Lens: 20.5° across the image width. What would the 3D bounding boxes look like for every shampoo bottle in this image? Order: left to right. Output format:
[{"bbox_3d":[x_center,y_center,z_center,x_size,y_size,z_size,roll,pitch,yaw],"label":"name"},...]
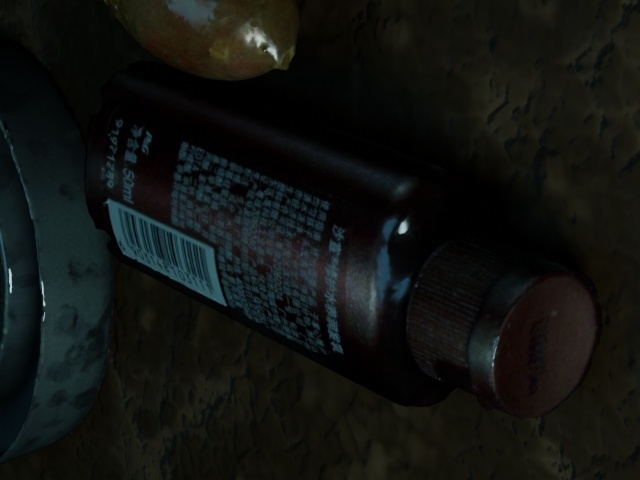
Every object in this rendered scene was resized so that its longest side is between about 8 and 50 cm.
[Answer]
[{"bbox_3d":[0.000,0.000,0.902,0.323,0.084,0.129,22,119,46],"label":"shampoo bottle"}]

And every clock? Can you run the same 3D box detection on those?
[{"bbox_3d":[-0.247,0.004,1.230,0.312,0.061,0.313,16,111,49],"label":"clock"}]

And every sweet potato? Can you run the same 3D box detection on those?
[{"bbox_3d":[-0.120,-0.204,0.990,0.385,0.109,0.109,48,133,41],"label":"sweet potato"}]
